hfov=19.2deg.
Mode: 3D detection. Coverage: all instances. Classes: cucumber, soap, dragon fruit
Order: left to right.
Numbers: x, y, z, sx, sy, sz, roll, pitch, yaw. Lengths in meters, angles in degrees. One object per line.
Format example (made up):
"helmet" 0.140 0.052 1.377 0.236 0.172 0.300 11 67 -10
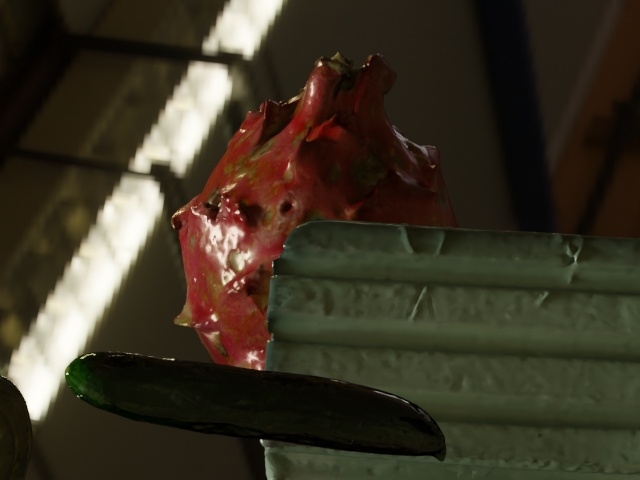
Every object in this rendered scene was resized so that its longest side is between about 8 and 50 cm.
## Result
"cucumber" -0.026 0.073 0.851 0.036 0.184 0.033 -120 43 -61
"dragon fruit" 0.000 0.000 1.298 0.205 0.210 0.268 -8 -70 -34
"soap" 0.098 0.072 1.107 0.094 0.261 0.150 94 -179 -67

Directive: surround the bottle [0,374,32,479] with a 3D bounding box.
"bottle" -0.466 0.174 1.878 0.171 0.351 0.171 -27 -57 -50
